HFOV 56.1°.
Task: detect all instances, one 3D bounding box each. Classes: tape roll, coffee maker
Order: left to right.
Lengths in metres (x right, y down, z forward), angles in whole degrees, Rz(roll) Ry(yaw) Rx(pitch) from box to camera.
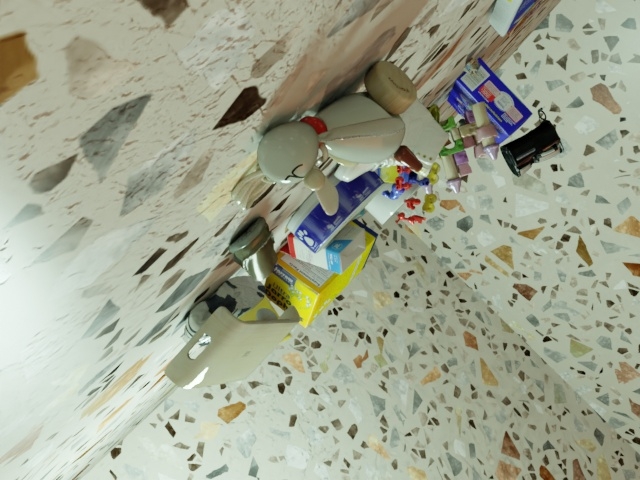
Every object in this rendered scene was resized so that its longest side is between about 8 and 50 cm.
[{"bbox_3d":[0.267,-0.203,2.344,0.246,0.169,0.246,-46,176,-4],"label":"tape roll"},{"bbox_3d":[0.719,-0.333,2.080,0.178,0.171,0.120,-28,170,3],"label":"coffee maker"}]

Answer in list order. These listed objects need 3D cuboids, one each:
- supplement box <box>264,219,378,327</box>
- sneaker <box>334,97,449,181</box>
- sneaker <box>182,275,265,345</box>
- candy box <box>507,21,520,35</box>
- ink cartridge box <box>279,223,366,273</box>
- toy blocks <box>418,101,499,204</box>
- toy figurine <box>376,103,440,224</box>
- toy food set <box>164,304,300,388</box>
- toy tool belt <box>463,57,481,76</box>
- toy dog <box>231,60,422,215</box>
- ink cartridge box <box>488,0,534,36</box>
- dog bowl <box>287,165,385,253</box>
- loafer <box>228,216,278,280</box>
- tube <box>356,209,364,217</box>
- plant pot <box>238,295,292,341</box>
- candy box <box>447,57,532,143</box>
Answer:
[{"bbox_3d":[0.001,0.079,1.996,0.356,0.194,0.195,-42,160,-39],"label":"supplement box"},{"bbox_3d":[0.183,-0.203,1.430,0.292,0.169,0.108,-43,178,-15],"label":"sneaker"},{"bbox_3d":[-0.246,0.182,1.475,0.235,0.094,0.153,-41,176,-45],"label":"sneaker"},{"bbox_3d":[0.588,-0.670,1.674,0.187,0.053,0.109,-46,176,-9],"label":"candy box"},{"bbox_3d":[0.000,0.000,1.736,0.134,0.231,0.078,-43,138,-38],"label":"ink cartridge box"},{"bbox_3d":[0.447,-0.284,2.044,0.288,0.260,0.309,-17,179,4],"label":"toy blocks"},{"bbox_3d":[0.229,-0.245,1.861,0.191,0.217,0.363,-13,114,-40],"label":"toy figurine"},{"bbox_3d":[-0.200,0.235,1.419,0.220,0.092,0.306,-48,155,16],"label":"toy food set"},{"bbox_3d":[0.492,-0.551,1.918,0.052,0.051,0.083,-46,176,3],"label":"toy tool belt"},{"bbox_3d":[0.049,-0.123,0.852,0.333,0.161,0.220,-43,175,-33],"label":"toy dog"},{"bbox_3d":[0.509,-0.617,1.299,0.303,0.072,0.307,-45,174,5],"label":"ink cartridge box"},{"bbox_3d":[0.041,-0.092,1.559,0.265,0.104,0.265,-45,176,-4],"label":"dog bowl"},{"bbox_3d":[-0.118,0.024,1.188,0.094,0.087,0.251,-44,176,-10],"label":"loafer"},{"bbox_3d":[0.081,-0.084,1.877,0.080,0.052,0.207,-60,165,20],"label":"tube"},{"bbox_3d":[-0.227,0.261,1.859,0.187,0.212,0.212,-32,174,-10],"label":"plant pot"},{"bbox_3d":[0.594,-0.479,2.152,0.122,0.268,0.317,-42,177,4],"label":"candy box"}]
